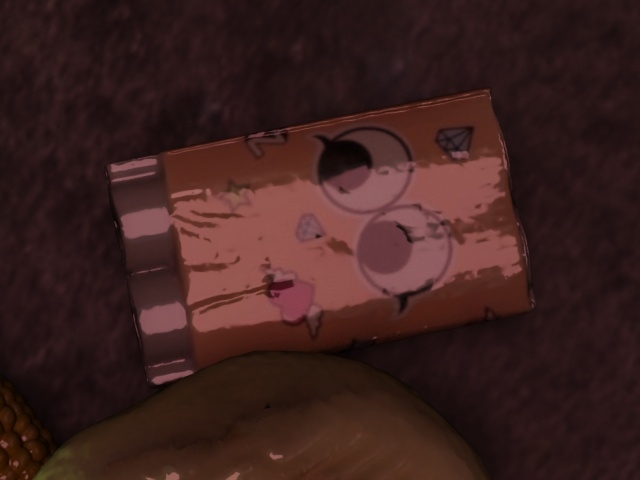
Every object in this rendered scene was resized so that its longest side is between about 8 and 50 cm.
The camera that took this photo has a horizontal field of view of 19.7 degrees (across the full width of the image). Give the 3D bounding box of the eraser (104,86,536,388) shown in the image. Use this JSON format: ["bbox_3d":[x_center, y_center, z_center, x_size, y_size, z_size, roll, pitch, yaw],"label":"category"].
[{"bbox_3d":[0.000,0.000,1.358,0.290,0.087,0.171,-11,84,-2],"label":"eraser"}]

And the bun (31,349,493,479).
[{"bbox_3d":[-0.050,0.245,1.275,0.361,0.213,0.361,-1,94,-14],"label":"bun"}]

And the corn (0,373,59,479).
[{"bbox_3d":[-0.298,0.111,1.319,0.130,0.130,0.347,-43,96,-4],"label":"corn"}]
